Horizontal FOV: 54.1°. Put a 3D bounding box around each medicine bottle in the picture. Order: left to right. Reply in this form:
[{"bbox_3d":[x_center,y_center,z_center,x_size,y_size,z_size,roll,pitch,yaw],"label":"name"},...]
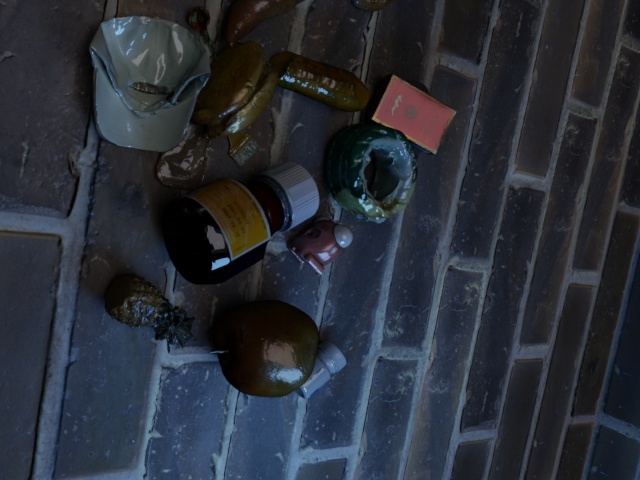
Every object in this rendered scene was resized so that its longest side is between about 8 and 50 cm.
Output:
[{"bbox_3d":[-0.191,-0.057,1.609,0.395,0.242,0.242,-28,116,-41],"label":"medicine bottle"},{"bbox_3d":[-0.014,0.391,1.900,0.168,0.105,0.105,-38,119,-23],"label":"medicine bottle"}]

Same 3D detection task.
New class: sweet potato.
[{"bbox_3d":[-0.134,-0.615,1.602,0.106,0.095,0.354,43,67,13],"label":"sweet potato"}]

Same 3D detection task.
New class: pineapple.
[{"bbox_3d":[-0.414,0.181,1.570,0.248,0.128,0.128,40,77,-40],"label":"pineapple"}]

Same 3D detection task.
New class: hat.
[{"bbox_3d":[-0.399,-0.353,1.460,0.258,0.168,0.301,10,120,-14],"label":"hat"}]

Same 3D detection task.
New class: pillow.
[{"bbox_3d":[-0.338,-0.235,1.578,0.135,0.034,0.211,5,99,-39],"label":"pillow"}]

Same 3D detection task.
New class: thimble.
[{"bbox_3d":[0.149,-0.199,1.845,0.254,0.167,0.288,-9,105,-33],"label":"thimble"}]

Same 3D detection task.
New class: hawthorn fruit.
[{"bbox_3d":[-0.163,0.285,1.687,0.301,0.268,0.267,10,94,-32],"label":"hawthorn fruit"}]

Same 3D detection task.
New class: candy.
[{"bbox_3d":[-0.276,-0.494,1.567,0.056,0.049,0.184,-33,126,-17],"label":"candy"}]

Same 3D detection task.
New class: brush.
[{"bbox_3d":[-0.244,-0.291,1.646,0.083,0.011,0.205,-49,122,-15],"label":"brush"}]

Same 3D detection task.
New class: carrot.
[{"bbox_3d":[0.001,-0.437,1.726,0.302,0.114,0.114,12,93,-35],"label":"carrot"}]

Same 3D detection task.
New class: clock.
[{"bbox_3d":[0.000,0.000,1.791,0.162,0.166,0.092,-45,121,-11],"label":"clock"}]

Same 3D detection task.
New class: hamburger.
[{"bbox_3d":[-0.197,-0.366,1.558,0.144,0.157,0.283,49,60,-48],"label":"hamburger"}]

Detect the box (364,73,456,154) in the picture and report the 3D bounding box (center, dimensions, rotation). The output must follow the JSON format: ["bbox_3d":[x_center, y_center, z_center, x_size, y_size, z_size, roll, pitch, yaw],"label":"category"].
[{"bbox_3d":[0.273,-0.379,1.896,0.240,0.074,0.153,25,96,-17],"label":"box"}]

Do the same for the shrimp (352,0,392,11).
[{"bbox_3d":[0.187,-0.743,1.819,0.267,0.061,0.145,-18,119,-34],"label":"shrimp"}]

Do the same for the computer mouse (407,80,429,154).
[{"bbox_3d":[0.295,-0.384,1.974,0.120,0.057,0.232,-5,103,-34],"label":"computer mouse"}]
